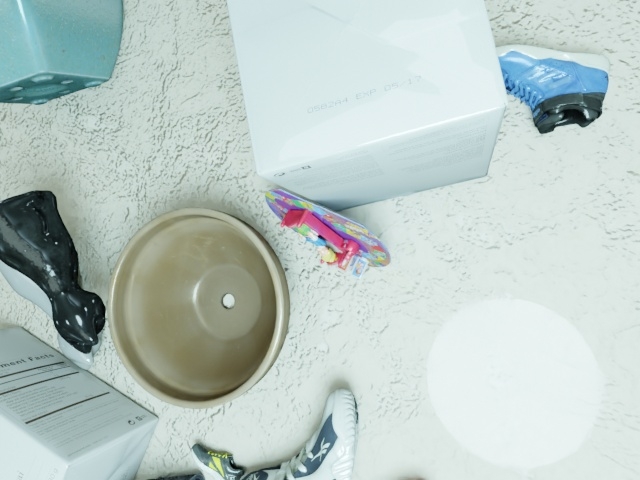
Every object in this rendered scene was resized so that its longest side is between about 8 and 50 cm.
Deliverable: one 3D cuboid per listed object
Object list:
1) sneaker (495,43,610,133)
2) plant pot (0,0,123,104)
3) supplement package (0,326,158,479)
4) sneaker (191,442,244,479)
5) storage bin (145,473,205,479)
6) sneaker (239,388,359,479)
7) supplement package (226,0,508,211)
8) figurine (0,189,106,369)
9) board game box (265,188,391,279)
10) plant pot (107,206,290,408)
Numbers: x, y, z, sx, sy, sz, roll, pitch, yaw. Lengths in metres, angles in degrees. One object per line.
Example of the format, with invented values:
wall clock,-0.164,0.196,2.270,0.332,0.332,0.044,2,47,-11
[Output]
sneaker,0.242,-0.168,0.553,0.151,0.058,0.085,9,81,10
plant pot,-0.427,-0.329,0.671,0.247,0.247,0.253,-11,102,15
supplement package,-0.412,0.269,0.659,0.292,0.175,0.178,25,95,16
sneaker,-0.137,0.299,0.657,0.083,0.031,0.035,37,84,11
storage bin,-0.199,0.409,0.618,0.084,0.122,0.180,-12,84,15
sneaker,-0.039,0.289,0.592,0.152,0.094,0.235,8,100,8
supplement package,0.058,-0.159,0.499,0.199,0.262,0.198,-12,83,15
figurine,-0.358,0.073,0.662,0.092,0.215,0.210,-28,81,-33
board game box,0.000,0.000,0.574,0.168,0.133,0.033,24,74,16
plant pot,-0.140,0.081,0.625,0.237,0.109,0.238,-1,88,16
